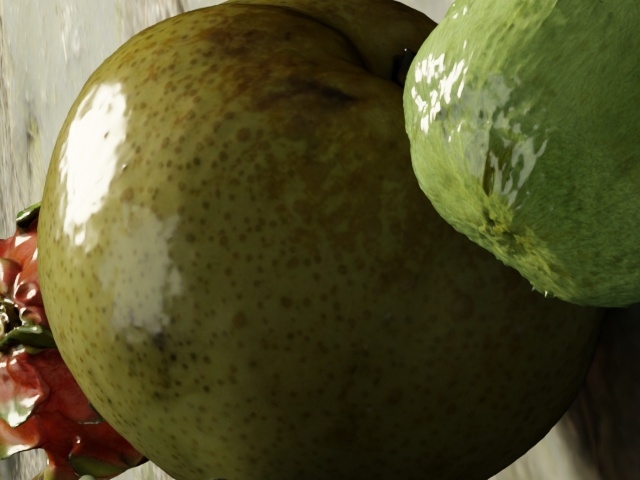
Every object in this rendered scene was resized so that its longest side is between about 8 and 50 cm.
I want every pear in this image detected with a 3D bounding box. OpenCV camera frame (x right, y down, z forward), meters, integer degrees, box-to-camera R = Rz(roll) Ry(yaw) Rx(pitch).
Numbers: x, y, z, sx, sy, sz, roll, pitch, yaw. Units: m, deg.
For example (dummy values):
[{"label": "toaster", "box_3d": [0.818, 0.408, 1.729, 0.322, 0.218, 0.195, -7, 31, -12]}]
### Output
[{"label": "pear", "box_3d": [0.000, 0.000, 0.556, 0.167, 0.167, 0.136, 57, 133, 54]}]

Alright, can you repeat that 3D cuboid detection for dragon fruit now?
[{"label": "dragon fruit", "box_3d": [-0.092, 0.053, 0.933, 0.236, 0.135, 0.137, 68, -171, -73]}]

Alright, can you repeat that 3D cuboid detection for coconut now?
[{"label": "coconut", "box_3d": [0.067, -0.033, 0.450, 0.088, 0.096, 0.088, 39, 155, 22]}]

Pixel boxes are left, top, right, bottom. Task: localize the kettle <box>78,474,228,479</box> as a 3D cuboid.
[{"label": "kettle", "box_3d": [-0.110, 0.236, 0.458, 0.361, 0.377, 0.250, 47, 179, 31]}]
